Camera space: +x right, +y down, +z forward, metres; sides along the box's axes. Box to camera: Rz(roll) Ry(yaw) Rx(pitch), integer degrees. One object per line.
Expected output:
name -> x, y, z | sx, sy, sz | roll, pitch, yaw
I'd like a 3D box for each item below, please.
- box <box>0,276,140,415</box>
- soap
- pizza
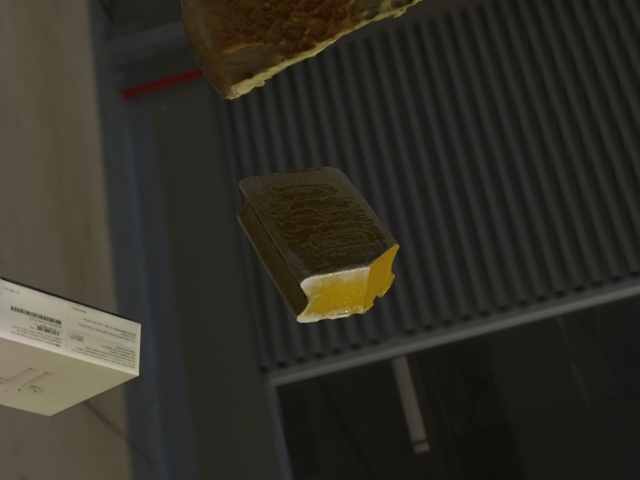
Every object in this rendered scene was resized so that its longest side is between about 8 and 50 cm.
box -> -0.234, 0.088, 0.928 | 0.130, 0.129, 0.051 | 24, 53, -38
soap -> 0.000, 0.000, 1.373 | 0.232, 0.140, 0.073 | -124, -151, -52
pizza -> 0.001, -0.197, 0.729 | 0.034, 0.262, 0.181 | -7, 88, -49
